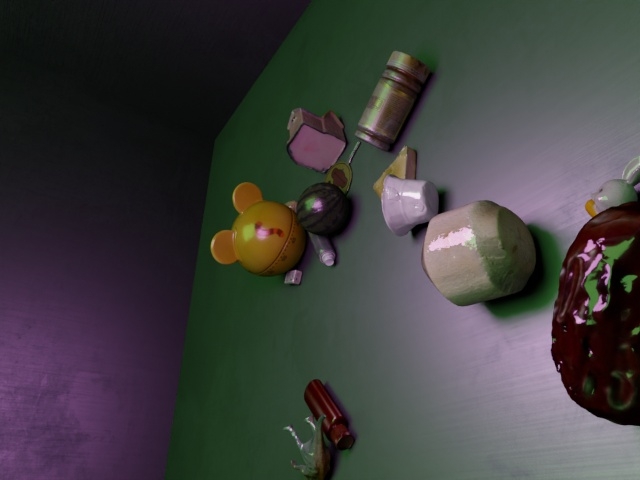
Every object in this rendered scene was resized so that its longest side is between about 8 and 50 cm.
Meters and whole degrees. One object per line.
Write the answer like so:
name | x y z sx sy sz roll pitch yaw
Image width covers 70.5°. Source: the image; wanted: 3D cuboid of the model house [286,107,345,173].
model house | -0.037 -0.472 2.047 0.202 0.237 0.237 -55 28 38

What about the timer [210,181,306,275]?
timer | -0.266 -0.027 1.994 0.376 0.387 0.376 -38 37 37

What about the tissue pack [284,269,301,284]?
tissue pack | -0.120 0.164 1.994 0.083 0.042 0.062 -14 61 57

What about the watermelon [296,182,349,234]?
watermelon | 0.008 -0.122 1.787 0.212 0.212 0.212 -36 44 45

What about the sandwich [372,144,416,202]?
sandwich | 0.275 -0.203 1.539 0.193 0.058 0.162 -53 36 26

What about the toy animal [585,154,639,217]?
toy animal | 0.605 -0.080 0.903 0.127 0.131 0.181 -1 78 26

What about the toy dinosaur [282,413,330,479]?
toy dinosaur | -0.025 0.651 1.450 0.205 0.092 0.393 57 134 34

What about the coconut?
coconut | 0.355 0.034 1.085 0.266 0.237 0.237 -30 48 51

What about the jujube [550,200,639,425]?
jujube | 0.523 0.111 0.741 0.258 0.258 0.376 1 80 59

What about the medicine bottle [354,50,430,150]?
medicine bottle | 0.255 -0.497 1.644 0.322 0.151 0.151 -64 30 12

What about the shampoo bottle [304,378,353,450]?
shampoo bottle | 0.024 0.573 1.489 0.260 0.064 0.102 39 117 59

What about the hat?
hat | 0.284 -0.114 1.380 0.126 0.203 0.203 -6 67 34

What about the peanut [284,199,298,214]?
peanut | -0.167 -0.116 2.190 0.214 0.090 0.098 -48 49 33

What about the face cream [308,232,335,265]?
face cream | 0.000 0.000 1.859 0.073 0.073 0.283 -56 33 24

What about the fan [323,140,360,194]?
fan | 0.085 -0.274 1.940 0.335 0.011 0.229 -61 31 16
